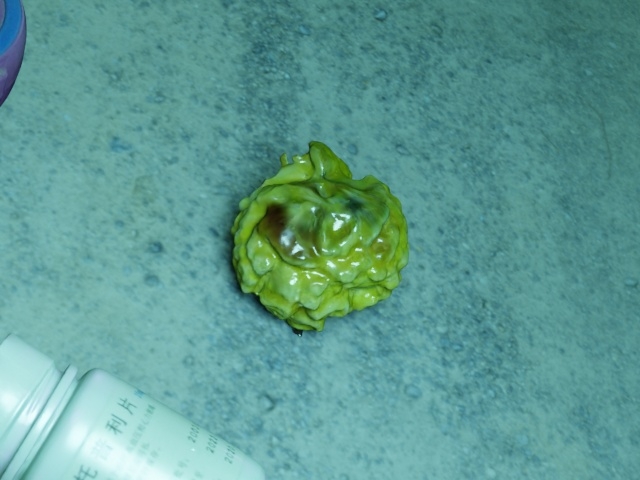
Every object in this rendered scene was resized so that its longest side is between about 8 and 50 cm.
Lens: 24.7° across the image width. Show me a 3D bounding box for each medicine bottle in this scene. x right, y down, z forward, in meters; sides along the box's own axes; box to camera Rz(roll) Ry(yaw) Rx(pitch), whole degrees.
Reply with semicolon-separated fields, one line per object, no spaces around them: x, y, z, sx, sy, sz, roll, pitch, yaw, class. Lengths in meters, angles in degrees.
-0.211;0.219;1.407;0.293;0.170;0.170;32;42;-6;medicine bottle

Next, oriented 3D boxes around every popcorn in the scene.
-0.002;0.000;1.739;0.218;0.169;0.189;-15;55;-21;popcorn

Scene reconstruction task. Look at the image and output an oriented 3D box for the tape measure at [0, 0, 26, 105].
-0.461;-0.228;1.656;0.245;0.149;0.231;15;49;-13;tape measure
